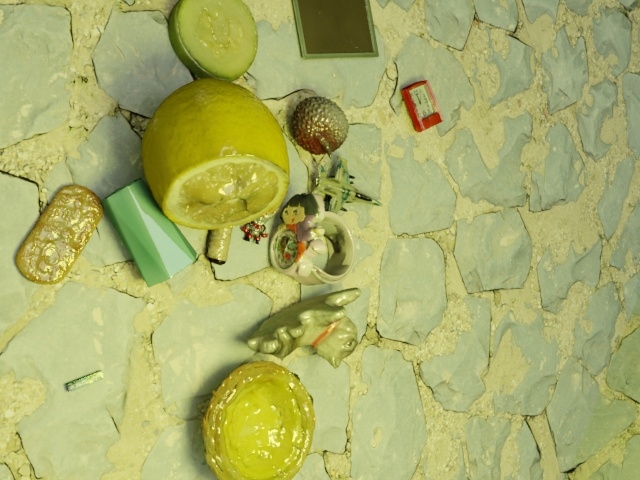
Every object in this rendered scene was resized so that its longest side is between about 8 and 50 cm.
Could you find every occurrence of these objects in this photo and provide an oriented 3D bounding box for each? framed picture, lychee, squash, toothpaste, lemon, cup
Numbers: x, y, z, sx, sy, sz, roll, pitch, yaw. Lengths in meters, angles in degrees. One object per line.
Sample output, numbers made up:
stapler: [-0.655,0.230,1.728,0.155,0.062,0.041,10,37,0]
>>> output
framed picture: [0.043,-0.663,1.943,0.296,0.019,0.232,-12,95,-35]
lychee: [0.000,-0.316,1.810,0.165,0.165,0.197,16,47,-34]
squash: [-0.272,-0.545,1.694,0.252,0.049,0.251,2,87,-36]
toothpaste: [-0.546,0.325,1.489,0.083,0.017,0.020,-19,99,-34]
lemon: [-0.256,-0.223,1.531,0.364,0.364,0.363,1,88,-36]
cup: [-0.410,-0.024,1.528,0.235,0.148,0.134,62,26,-18]

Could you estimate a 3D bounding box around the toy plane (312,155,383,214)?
toy plane: [0.080,-0.140,1.919,0.262,0.088,0.192,19,83,-44]

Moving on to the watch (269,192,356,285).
watch: [0.000,0.000,1.794,0.231,0.196,0.244,10,77,-41]

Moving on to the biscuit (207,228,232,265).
biscuit: [-0.257,-0.045,1.686,0.061,0.055,0.219,11,81,-5]

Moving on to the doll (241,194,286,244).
doll: [-0.164,-0.075,1.755,0.109,0.057,0.169,17,92,-17]

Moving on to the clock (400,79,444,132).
clock: [0.328,-0.442,2.115,0.113,0.061,0.155,-28,101,-33]

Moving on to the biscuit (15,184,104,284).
biscuit: [-0.589,-0.014,1.462,0.118,0.029,0.247,36,69,-29]

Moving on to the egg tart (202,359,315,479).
egg tart: [-0.172,0.479,1.680,0.346,0.132,0.345,1,89,-36]

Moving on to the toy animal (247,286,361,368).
toy animal: [-0.037,0.272,1.728,0.308,0.266,0.188,-51,134,-62]
